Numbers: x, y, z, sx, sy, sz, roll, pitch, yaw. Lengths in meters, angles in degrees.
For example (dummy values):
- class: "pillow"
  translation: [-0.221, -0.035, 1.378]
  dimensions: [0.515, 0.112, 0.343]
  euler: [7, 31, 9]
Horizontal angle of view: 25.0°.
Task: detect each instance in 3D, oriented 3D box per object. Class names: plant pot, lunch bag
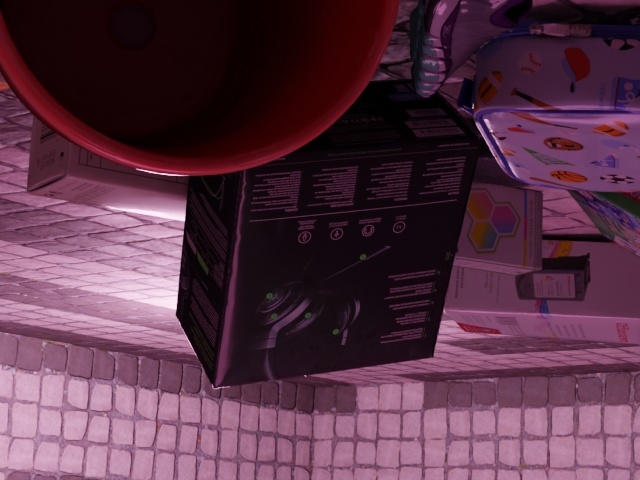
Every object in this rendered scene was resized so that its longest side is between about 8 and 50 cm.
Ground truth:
- class: "plant pot"
  translation: [-0.113, -0.168, 0.993]
  dimensions: [0.275, 0.274, 0.243]
  euler: [7, 176, -19]
- class: "lunch bag"
  translation: [0.266, -0.129, 1.404]
  dimensions: [0.243, 0.114, 0.303]
  euler: [5, 168, 16]

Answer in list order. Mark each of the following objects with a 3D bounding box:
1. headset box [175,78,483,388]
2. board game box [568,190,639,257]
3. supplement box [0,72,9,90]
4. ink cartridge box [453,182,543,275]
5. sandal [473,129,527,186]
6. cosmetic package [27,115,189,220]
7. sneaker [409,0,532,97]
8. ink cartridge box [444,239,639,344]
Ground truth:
- class: "headset box"
  translation: [0.000, 0.000, 1.418]
  dimensions: [0.246, 0.283, 0.131]
  euler: [-7, -145, -23]
- class: "board game box"
  translation: [0.415, -0.013, 1.778]
  dimensions: [0.213, 0.046, 0.317]
  euler: [32, 179, 28]
- class: "supplement box"
  translation: [-0.366, -0.180, 1.466]
  dimensions: [0.062, 0.036, 0.098]
  euler: [-8, 165, 42]
- class: "ink cartridge box"
  translation: [0.196, -0.022, 1.927]
  dimensions: [0.209, 0.109, 0.062]
  euler: [9, 166, -26]
- class: "sandal"
  translation: [0.157, -0.106, 1.703]
  dimensions: [0.255, 0.054, 0.097]
  euler: [5, 165, 41]
- class: "cosmetic package"
  translation: [-0.132, -0.105, 1.484]
  dimensions: [0.310, 0.160, 0.113]
  euler: [11, 167, -32]
- class: "sneaker"
  translation: [0.132, -0.182, 1.259]
  dimensions: [0.098, 0.083, 0.223]
  euler: [-2, 167, -2]
- class: "ink cartridge box"
  translation: [0.366, 0.081, 2.300]
  dimensions: [0.306, 0.131, 0.226]
  euler: [2, 167, 13]
